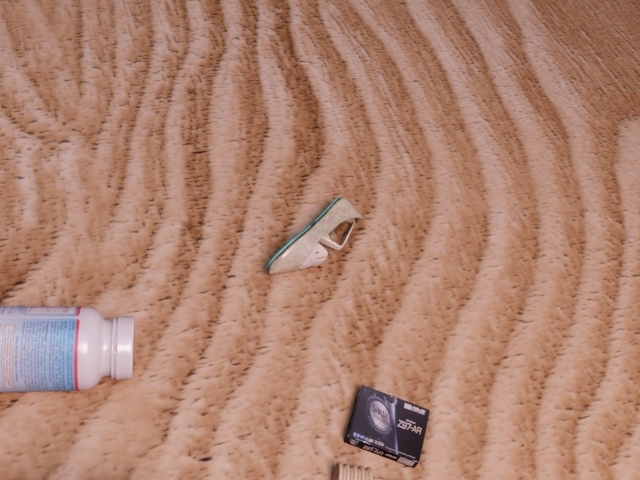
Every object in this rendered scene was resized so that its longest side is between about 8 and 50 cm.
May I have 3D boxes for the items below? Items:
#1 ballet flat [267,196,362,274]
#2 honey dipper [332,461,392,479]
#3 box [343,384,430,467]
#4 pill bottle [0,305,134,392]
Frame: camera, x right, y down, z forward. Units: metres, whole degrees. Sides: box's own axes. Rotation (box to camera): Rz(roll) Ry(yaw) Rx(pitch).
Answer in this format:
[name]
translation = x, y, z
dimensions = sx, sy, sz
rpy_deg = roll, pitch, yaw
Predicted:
[ballet flat]
translation = 0.000, 0.000, 0.906
dimensions = 0.052, 0.057, 0.168
rpy_deg = 41, 53, 6
[honey dipper]
translation = 0.092, 0.261, 0.738
dimensions = 0.161, 0.030, 0.030
rpy_deg = 13, 50, -10
[box]
translation = 0.075, 0.206, 0.781
dimensions = 0.083, 0.018, 0.067
rpy_deg = 21, 50, 2
[pill bottle]
translation = -0.274, 0.111, 0.720
dimensions = 0.160, 0.087, 0.087
rpy_deg = 2, 52, -14
